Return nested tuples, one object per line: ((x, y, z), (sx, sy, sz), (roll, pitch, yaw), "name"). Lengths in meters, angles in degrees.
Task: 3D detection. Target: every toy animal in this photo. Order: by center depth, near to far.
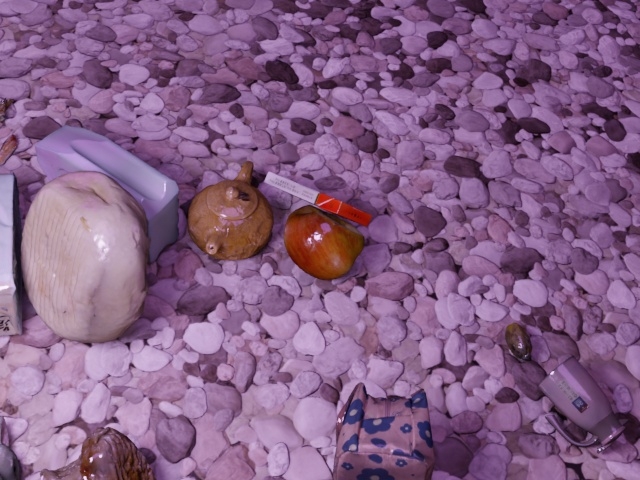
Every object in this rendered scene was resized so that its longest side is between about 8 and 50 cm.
((-0.612, 0.436, 1.603), (0.127, 0.125, 0.251), (-10, 32, 15), "toy animal")

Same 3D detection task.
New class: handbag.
((0.120, 0.410, 1.671), (0.190, 0.251, 0.193), (8, 42, 6), "handbag")

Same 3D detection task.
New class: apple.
((0.000, 0.000, 2.013), (0.160, 0.195, 0.173), (-45, 108, -2), "apple")

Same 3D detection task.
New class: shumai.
((-0.412, 0.465, 1.616), (0.186, 0.218, 0.183), (-16, 41, 27), "shumai")

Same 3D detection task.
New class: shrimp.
((-0.818, -0.263, 2.160), (0.144, 0.052, 0.251), (27, 59, -2), "shrimp")

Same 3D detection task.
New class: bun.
((-0.467, 0.031, 1.803), (0.213, 0.361, 0.361), (-9, 51, -45), "bun")

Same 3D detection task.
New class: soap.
((-0.489, -0.123, 2.000), (0.347, 0.208, 0.115), (33, 54, 15), "soap")

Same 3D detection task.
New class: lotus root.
((0.454, 0.234, 1.985), (0.049, 0.054, 0.099), (-1, 52, -24), "lotus root")

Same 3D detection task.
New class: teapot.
((-0.206, -0.076, 2.040), (0.204, 0.167, 0.311), (16, 51, 4), "teapot")

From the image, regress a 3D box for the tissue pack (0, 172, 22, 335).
((-0.837, 0.040, 1.811), (0.405, 0.205, 0.331), (-5, 53, -13), "tissue pack")

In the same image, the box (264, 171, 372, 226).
((-0.007, -0.100, 2.076), (0.245, 0.139, 0.035), (26, 93, 36), "box")

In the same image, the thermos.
((0.562, 0.367, 1.884), (0.137, 0.105, 0.193), (-38, 71, -4), "thermos")
